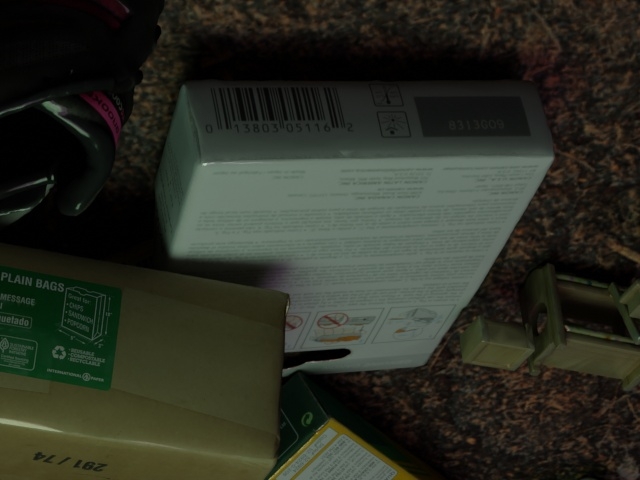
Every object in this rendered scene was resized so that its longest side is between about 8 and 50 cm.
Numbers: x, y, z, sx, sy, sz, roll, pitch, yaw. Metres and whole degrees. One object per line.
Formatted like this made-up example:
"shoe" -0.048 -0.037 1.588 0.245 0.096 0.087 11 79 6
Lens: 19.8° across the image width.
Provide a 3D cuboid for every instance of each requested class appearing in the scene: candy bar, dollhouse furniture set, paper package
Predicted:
"candy bar" -0.149 0.014 1.649 0.161 0.018 0.040 -20 133 8
"dollhouse furniture set" 0.242 0.045 1.686 0.181 0.101 0.161 11 143 -21
"paper package" -0.217 0.149 1.574 0.324 0.168 0.309 10 148 -14

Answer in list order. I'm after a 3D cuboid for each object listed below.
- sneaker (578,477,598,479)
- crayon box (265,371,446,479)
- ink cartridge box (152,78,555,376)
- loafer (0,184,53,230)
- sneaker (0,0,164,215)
"sneaker" 0.258 0.412 1.992 0.169 0.108 0.293 -40 136 -35
"crayon box" 0.014 0.289 1.849 0.203 0.083 0.323 -44 132 7
"ink cartridge box" 0.000 0.000 1.631 0.308 0.091 0.385 -2 150 -17
"loafer" -0.290 -0.053 1.505 0.087 0.094 0.251 23 124 -34
"sneaker" -0.188 -0.126 1.284 0.483 0.202 0.185 -45 161 -21
